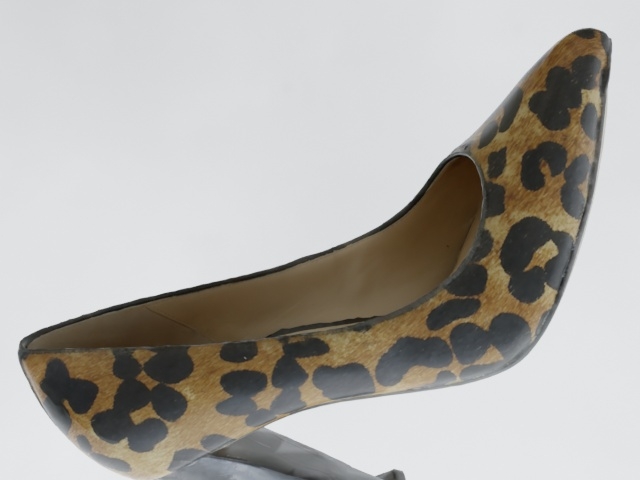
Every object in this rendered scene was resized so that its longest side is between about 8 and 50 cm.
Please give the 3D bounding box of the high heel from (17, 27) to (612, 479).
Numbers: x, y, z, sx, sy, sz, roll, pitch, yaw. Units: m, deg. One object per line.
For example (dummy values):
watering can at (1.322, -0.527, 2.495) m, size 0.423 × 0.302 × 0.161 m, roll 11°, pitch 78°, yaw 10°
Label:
high heel at (0.000, 0.000, 0.440) m, size 0.261 × 0.186 × 0.093 m, roll -62°, pitch -165°, yaw 9°
